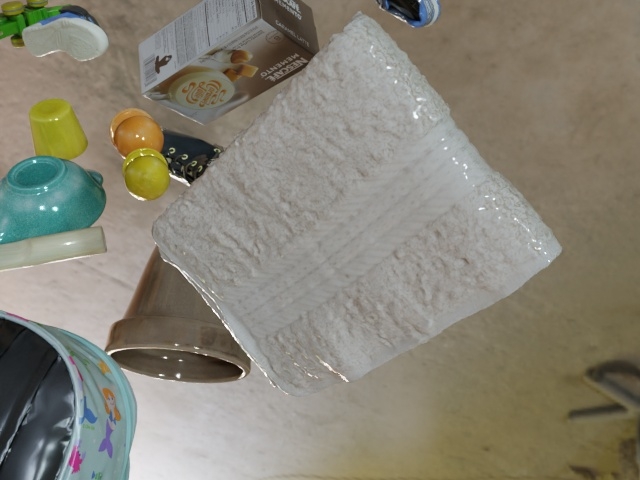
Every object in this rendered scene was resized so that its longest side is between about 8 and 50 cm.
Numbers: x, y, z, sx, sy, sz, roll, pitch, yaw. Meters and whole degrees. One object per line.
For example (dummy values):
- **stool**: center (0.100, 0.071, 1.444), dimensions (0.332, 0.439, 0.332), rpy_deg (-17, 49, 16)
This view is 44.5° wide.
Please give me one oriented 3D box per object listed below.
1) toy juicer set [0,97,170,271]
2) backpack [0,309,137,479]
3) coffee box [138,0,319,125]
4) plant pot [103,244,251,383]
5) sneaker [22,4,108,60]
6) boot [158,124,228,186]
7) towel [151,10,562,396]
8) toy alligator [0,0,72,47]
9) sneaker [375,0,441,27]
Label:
- **toy juicer set**: center (-0.281, -0.042, 0.897), dimensions (0.209, 0.329, 0.090), rpy_deg (3, 132, 6)
- **backpack**: center (-0.263, 0.182, 0.612), dimensions (0.225, 0.254, 0.191), rpy_deg (9, 171, 17)
- **coffee box**: center (-0.141, -0.287, 1.188), dimensions (0.246, 0.098, 0.141), rpy_deg (-22, 154, 31)
- **plant pot**: center (-0.245, 0.121, 1.431), dimensions (0.262, 0.230, 0.263), rpy_deg (5, 158, 2)
- **sneaker**: center (-0.313, -0.275, 1.025), dimensions (0.152, 0.084, 0.058), rpy_deg (7, 127, 37)
- **boot**: center (-0.213, -0.110, 1.215), dimensions (0.178, 0.236, 0.085), rpy_deg (17, 112, -1)
- **towel**: center (0.000, 0.000, 0.537), dimensions (0.187, 0.049, 0.282), rpy_deg (50, 134, -2)
- **toy alligator**: center (-0.426, -0.294, 1.066), dimensions (0.051, 0.189, 0.056), rpy_deg (21, 131, 32)
- **sneaker**: center (0.082, -0.300, 0.918), dimensions (0.135, 0.058, 0.052), rpy_deg (38, 128, 0)
